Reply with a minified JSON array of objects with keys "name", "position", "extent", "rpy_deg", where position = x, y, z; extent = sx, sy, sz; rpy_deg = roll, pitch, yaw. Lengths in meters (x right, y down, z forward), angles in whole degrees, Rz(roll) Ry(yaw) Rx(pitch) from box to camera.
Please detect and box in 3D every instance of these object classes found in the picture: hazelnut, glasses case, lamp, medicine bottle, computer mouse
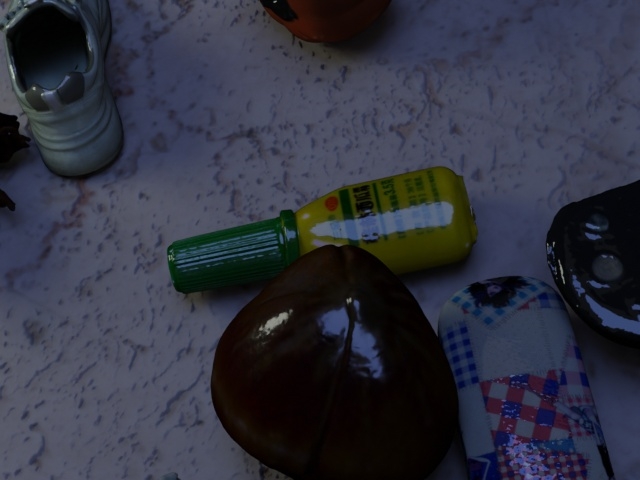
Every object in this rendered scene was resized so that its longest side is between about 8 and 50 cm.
[{"name":"hazelnut","position":[0.022,0.119,1.261],"extent":[0.230,0.229,0.229],"rpy_deg":[-5,57,7]},{"name":"glasses case","position":[0.188,0.176,1.274],"extent":[0.125,0.076,0.327],"rpy_deg":[-12,56,4]},{"name":"lamp","position":[0.003,-0.316,1.556],"extent":[0.164,0.187,0.188],"rpy_deg":[-42,61,-14]},{"name":"medicine bottle","position":[0.000,0.000,1.421],"extent":[0.309,0.076,0.111],"rpy_deg":[-12,49,3]},{"name":"computer mouse","position":[0.345,0.019,1.332],"extent":[0.269,0.100,0.170],"rpy_deg":[-18,61,-7]}]

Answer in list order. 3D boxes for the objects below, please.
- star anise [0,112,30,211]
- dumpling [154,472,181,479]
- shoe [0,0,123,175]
[{"name":"star anise","position":[-0.441,-0.126,1.538],"extent":[0.237,0.148,0.346],"rpy_deg":[-12,66,-1]},{"name":"dumpling","position":[-0.100,0.288,1.216],"extent":[0.193,0.147,0.258],"rpy_deg":[2,28,1]},{"name":"shoe","position":[-0.299,-0.232,1.574],"extent":[0.124,0.159,0.316],"rpy_deg":[-18,59,0]}]
